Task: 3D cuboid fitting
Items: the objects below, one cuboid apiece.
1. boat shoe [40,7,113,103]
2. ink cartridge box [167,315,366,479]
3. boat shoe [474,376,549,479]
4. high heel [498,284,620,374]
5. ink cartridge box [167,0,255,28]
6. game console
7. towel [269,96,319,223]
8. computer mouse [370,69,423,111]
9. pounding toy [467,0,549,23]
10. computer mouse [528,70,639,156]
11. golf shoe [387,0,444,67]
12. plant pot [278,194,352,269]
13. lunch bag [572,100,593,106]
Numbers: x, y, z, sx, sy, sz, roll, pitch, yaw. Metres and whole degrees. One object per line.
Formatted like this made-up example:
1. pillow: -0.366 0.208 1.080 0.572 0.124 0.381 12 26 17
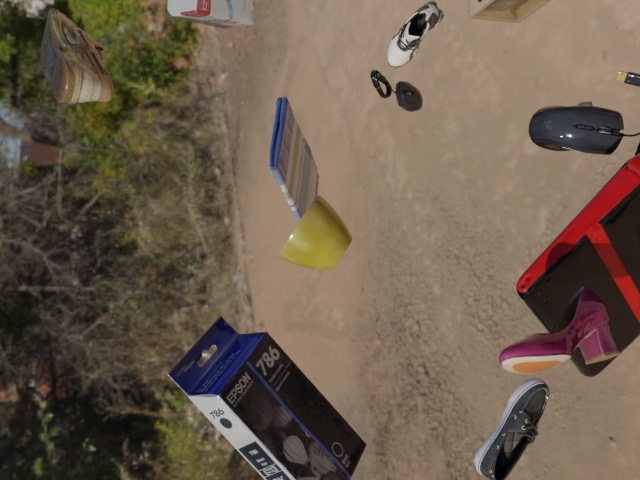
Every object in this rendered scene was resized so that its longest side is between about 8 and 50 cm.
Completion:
1. boat shoe: -0.528 -0.390 1.476 0.341 0.110 0.122 59 134 40
2. ink cartridge box: -0.075 0.274 1.091 0.065 0.333 0.165 -36 10 38
3. boat shoe: 0.394 0.381 1.364 0.228 0.080 0.076 -52 22 -3
4. high heel: 0.334 0.122 0.986 0.082 0.244 0.117 -48 52 52
5. ink cartridge box: -0.261 -0.595 1.660 0.128 0.176 0.127 11 101 45
6. game console: 0.546 0.057 1.258 0.342 0.386 0.060 -44 40 4
7. towel: -0.058 -0.156 1.536 0.285 0.034 0.209 64 -154 -55
8. computer mouse: 0.185 -0.353 1.600 0.041 0.242 0.071 -9 83 31
9. pounding toy: 0.379 -0.533 1.386 0.206 0.181 0.094 159 110 -71
10. computer mouse: 0.561 -0.259 1.382 0.262 0.060 0.184 18 97 26
11. golf shoe: 0.218 -0.509 1.707 0.077 0.094 0.198 43 130 6
12. plant pot: 0.000 0.000 1.225 0.134 0.095 0.134 -56 -2 -2
13. lunch bag: 0.618 -0.301 1.661 0.071 0.083 0.053 -28 77 45
